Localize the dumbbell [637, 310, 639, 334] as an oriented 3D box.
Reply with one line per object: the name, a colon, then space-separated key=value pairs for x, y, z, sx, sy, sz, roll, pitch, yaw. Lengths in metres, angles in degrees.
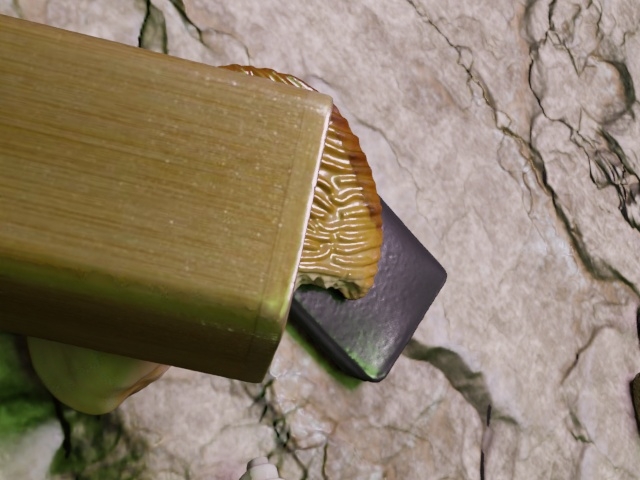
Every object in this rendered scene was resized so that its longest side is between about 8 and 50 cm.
dumbbell: x=0.403 y=0.093 z=1.267 sx=0.147 sy=0.069 sz=0.069 roll=8 pitch=76 yaw=-38

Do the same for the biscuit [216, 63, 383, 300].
biscuit: x=-0.037 y=-0.049 z=0.909 sx=0.229 sy=0.031 sz=0.176 roll=20 pitch=74 yaw=-31

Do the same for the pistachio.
pistachio: x=-0.146 y=0.030 z=0.798 sx=0.124 sy=0.124 sz=0.184 roll=8 pitch=64 yaw=-38

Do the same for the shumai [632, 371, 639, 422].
shumai: x=0.391 y=0.176 z=1.233 sx=0.080 sy=0.083 sz=0.082 roll=-12 pitch=127 yaw=-22

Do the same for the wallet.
wallet: x=0.000 y=0.000 z=0.974 sx=0.250 sy=0.044 sz=0.149 roll=46 pitch=61 yaw=-23

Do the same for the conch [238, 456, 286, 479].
conch: x=-0.039 y=0.296 z=0.805 sx=0.149 sy=0.182 sz=0.275 roll=20 pitch=61 yaw=2

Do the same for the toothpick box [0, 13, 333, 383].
toothpick box: x=-0.163 y=-0.031 z=0.666 sx=0.308 sy=0.190 sz=0.187 roll=13 pitch=68 yaw=-3
